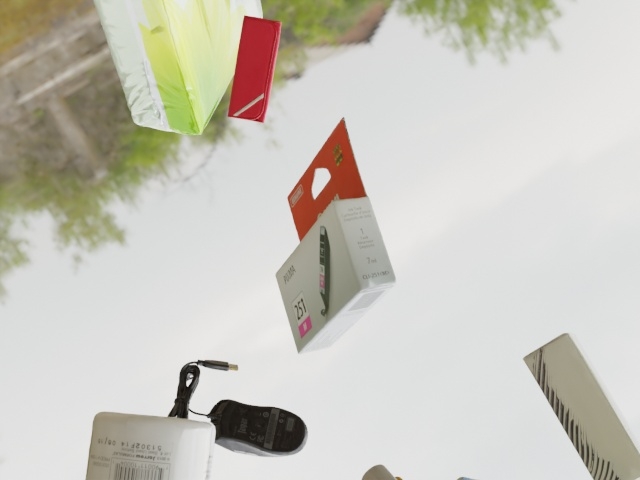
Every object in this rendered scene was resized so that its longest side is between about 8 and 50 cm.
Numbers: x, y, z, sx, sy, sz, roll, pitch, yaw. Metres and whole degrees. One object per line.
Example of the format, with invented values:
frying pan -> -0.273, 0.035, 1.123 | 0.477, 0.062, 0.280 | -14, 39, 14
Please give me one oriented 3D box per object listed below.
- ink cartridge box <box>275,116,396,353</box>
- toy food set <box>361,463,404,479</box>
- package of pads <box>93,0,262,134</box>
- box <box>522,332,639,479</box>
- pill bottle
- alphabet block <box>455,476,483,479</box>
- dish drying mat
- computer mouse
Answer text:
ink cartridge box -> 0.000, 0.000, 1.705 | 0.060, 0.238, 0.275 | -11, 162, -22
toy food set -> 0.040, 0.371, 1.567 | 0.232, 0.111, 0.104 | -22, -134, -26
package of pads -> -0.160, -0.300, 1.392 | 0.101, 0.296, 0.229 | 7, -133, 17
box -> 0.464, 0.298, 2.180 | 0.094, 0.275, 0.113 | -33, 165, 13
pill bottle -> -0.187, 0.298, 1.320 | 0.131, 0.229, 0.131 | 6, 172, 1
alphabet block -> 0.212, 0.466, 1.750 | 0.197, 0.192, 0.193 | -42, -133, 30
dish drying mat -> -0.054, -0.138, 1.020 | 0.032, 0.083, 0.008 | 10, -174, 6
computer mouse -> -0.152, 0.316, 2.343 | 0.060, 0.262, 0.184 | 104, -7, -53
